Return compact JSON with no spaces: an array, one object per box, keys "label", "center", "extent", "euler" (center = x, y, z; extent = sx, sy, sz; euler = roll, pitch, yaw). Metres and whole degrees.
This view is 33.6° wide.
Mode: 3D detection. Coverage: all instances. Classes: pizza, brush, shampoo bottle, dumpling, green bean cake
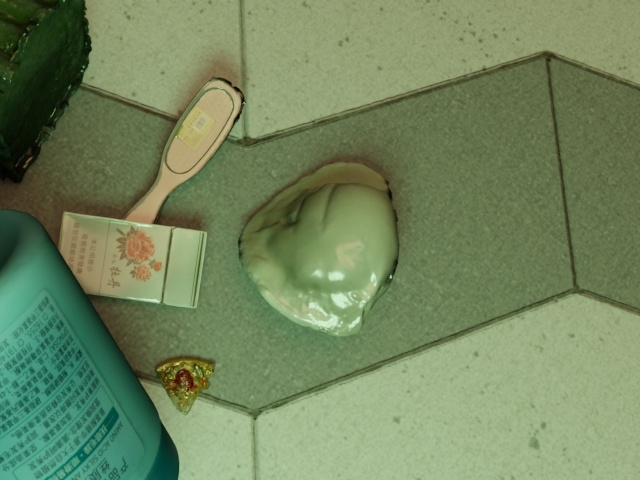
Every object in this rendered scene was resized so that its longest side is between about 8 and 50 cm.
[{"label":"pizza","center":[-0.180,0.195,1.438],"extent":[0.083,0.025,0.078],"euler":[-3,71,-14]},{"label":"brush","center":[-0.211,-0.093,1.515],"extent":[0.072,0.067,0.313],"euler":[33,80,-7]},{"label":"shampoo bottle","center":[-0.374,0.188,1.164],"extent":[0.331,0.331,0.343],"euler":[-35,120,-20]},{"label":"dumpling","center":[0.000,0.005,1.488],"extent":[0.227,0.243,0.175],"euler":[5,111,8]},{"label":"green bean cake","center":[-0.412,-0.225,1.407],"extent":[0.132,0.255,0.241],"euler":[29,73,1]}]

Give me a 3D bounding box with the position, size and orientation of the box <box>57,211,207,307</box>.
[{"label":"box","center":[-0.261,0.027,1.457],"extent":[0.198,0.029,0.109],"euler":[8,88,-10]}]
